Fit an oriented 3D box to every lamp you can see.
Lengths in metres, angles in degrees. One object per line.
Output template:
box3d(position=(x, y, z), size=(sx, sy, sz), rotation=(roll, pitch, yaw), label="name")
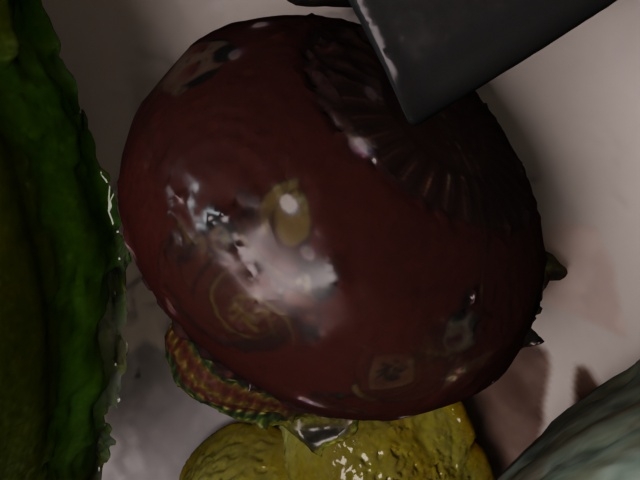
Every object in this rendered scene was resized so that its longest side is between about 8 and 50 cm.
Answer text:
box3d(position=(-0.002, 0.002, 0.671), size=(0.157, 0.156, 0.135), rotation=(47, 119, 5), label="lamp")

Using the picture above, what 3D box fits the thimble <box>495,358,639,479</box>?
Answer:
box3d(position=(0.164, 0.177, 0.629), size=(0.291, 0.195, 0.292), rotation=(8, 109, 24), label="thimble")

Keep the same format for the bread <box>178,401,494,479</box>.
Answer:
box3d(position=(-0.007, 0.112, 0.769), size=(0.149, 0.065, 0.188), rotation=(5, 111, 30), label="bread")

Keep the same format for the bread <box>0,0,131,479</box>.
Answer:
box3d(position=(-0.239, 0.000, 0.751), size=(0.366, 0.129, 0.382), rotation=(43, 132, 23), label="bread")

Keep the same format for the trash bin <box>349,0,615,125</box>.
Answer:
box3d(position=(0.084, -0.161, 0.564), size=(0.225, 0.115, 0.165), rotation=(-30, 91, 4), label="trash bin")

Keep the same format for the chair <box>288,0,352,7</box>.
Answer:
box3d(position=(-0.035, -0.186, 0.671), size=(0.212, 0.084, 0.101), rotation=(43, 124, 8), label="chair")
